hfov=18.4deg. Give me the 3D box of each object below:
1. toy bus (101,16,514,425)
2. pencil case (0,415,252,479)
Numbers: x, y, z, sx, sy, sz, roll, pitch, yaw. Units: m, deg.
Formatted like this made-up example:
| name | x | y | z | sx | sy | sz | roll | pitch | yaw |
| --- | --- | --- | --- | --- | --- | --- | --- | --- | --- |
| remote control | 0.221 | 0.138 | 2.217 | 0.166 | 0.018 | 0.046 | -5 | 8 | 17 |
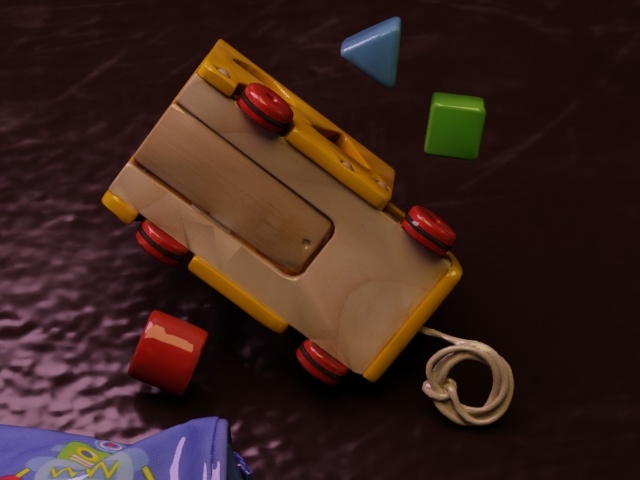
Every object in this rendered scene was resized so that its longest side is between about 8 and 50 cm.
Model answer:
| name | x | y | z | sx | sy | sz | roll | pitch | yaw |
| --- | --- | --- | --- | --- | --- | --- | --- | --- | --- |
| toy bus | -0.006 | -0.011 | 0.996 | 0.191 | 0.202 | 0.104 | -6 | 16 | 6 |
| pencil case | -0.176 | 0.129 | 0.867 | 0.306 | 0.119 | 0.133 | 2 | 36 | 5 |
